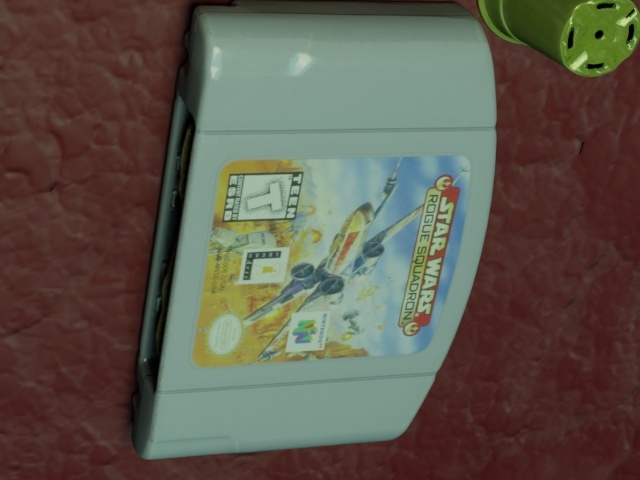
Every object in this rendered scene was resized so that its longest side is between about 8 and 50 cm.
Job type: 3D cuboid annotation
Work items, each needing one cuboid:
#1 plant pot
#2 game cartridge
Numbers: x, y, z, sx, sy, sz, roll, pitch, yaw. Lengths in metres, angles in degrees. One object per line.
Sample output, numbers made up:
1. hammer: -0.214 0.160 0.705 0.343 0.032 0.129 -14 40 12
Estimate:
1. plant pot: 0.143 -0.133 1.066 0.083 0.079 0.083 -12 125 -17
2. game cartridge: 0.000 0.000 1.111 0.198 0.062 0.297 0 121 -18
